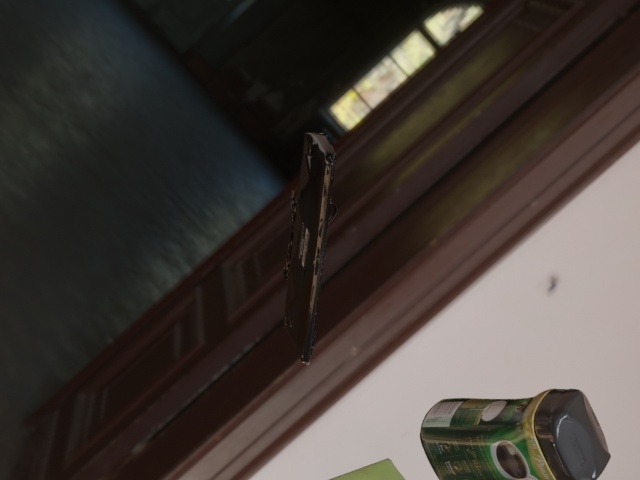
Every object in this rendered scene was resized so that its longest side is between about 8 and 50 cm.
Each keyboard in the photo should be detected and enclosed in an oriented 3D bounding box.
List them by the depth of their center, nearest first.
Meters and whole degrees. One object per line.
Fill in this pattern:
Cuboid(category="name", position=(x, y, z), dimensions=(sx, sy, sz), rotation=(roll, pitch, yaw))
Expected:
Cuboid(category="keyboard", position=(0.000, 0.000, 0.937), dimensions=(0.038, 0.192, 0.100), rotation=(0, 26, -16))

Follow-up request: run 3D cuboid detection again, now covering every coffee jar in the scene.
Cuboid(category="coffee jar", position=(0.198, 0.204, 1.147), dimensions=(0.079, 0.184, 0.096), rotation=(-40, 109, -43))

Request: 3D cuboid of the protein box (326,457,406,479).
Cuboid(category="protein box", position=(0.007, 0.243, 0.461), dimensions=(0.136, 0.200, 0.201), rotation=(-12, 45, -33))
